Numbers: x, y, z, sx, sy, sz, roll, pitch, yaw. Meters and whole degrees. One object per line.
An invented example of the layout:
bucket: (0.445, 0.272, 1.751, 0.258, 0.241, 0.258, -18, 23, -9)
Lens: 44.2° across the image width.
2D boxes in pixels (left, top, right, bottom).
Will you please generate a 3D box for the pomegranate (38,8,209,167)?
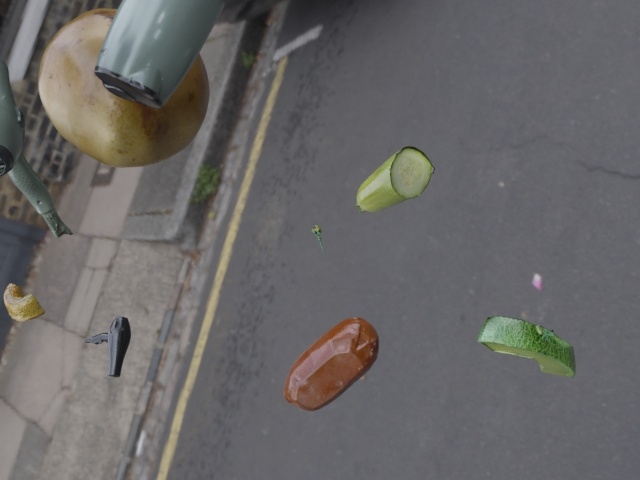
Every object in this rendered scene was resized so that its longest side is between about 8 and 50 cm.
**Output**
pomegranate: (-0.477, -0.361, 1.926, 0.417, 0.417, 0.416, -35, 45, 43)

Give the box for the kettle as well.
kettle: (-0.311, -0.365, 1.431, 0.221, 0.161, 0.236, 18, 81, 49)

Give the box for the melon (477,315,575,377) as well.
melon: (0.412, 0.206, 1.518, 0.118, 0.209, 0.064, -14, 53, 50)

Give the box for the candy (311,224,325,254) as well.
candy: (0.000, 0.000, 1.908, 0.025, 0.083, 0.023, -18, 24, 4)

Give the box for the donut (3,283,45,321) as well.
donut: (-0.528, 0.103, 1.395, 0.067, 0.038, 0.083, -22, 47, -1)

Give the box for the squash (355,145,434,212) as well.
squash: (0.164, -0.130, 2.116, 0.287, 0.137, 0.137, -34, 45, 45)

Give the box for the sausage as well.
sausage: (0.024, 0.269, 1.707, 0.258, 0.133, 0.133, -46, 37, 22)

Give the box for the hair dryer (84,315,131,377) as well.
hair dryer: (-0.286, 0.143, 1.047, 0.083, 0.031, 0.079, -12, 64, 38)

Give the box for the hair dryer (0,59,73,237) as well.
hair dryer: (-0.457, -0.149, 1.179, 0.267, 0.092, 0.229, 77, 175, -66)
